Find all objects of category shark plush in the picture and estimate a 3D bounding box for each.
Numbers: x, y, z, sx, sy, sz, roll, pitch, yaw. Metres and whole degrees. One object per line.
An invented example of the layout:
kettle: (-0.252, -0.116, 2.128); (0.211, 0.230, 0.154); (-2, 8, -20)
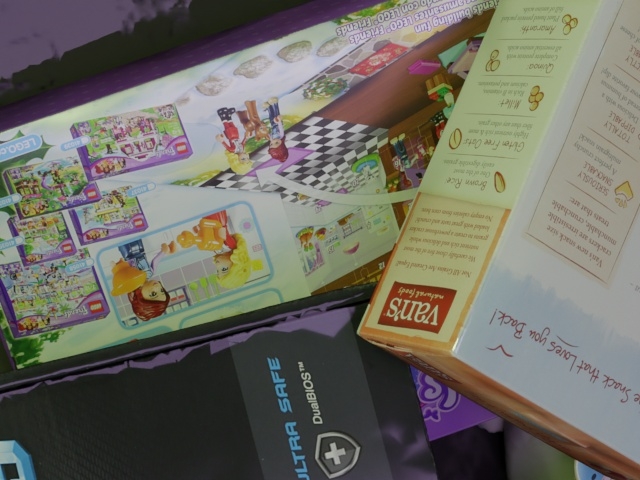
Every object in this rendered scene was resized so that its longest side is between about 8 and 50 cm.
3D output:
shark plush: (0.133, 0.113, 0.937); (0.067, 0.073, 0.161); (-33, 107, -44)

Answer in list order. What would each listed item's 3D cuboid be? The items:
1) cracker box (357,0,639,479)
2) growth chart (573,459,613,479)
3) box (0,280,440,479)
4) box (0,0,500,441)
cracker box: (0.130, -0.030, 0.766); (0.156, 0.067, 0.232); (32, 76, -34)
growth chart: (0.156, 0.152, 0.924); (0.237, 0.021, 0.172); (-53, 134, -18)
box: (-0.080, 0.192, 0.745); (0.293, 0.073, 0.295); (-13, 85, -9)
box: (0.000, 0.000, 0.830); (0.293, 0.057, 0.201); (-19, 108, -4)
